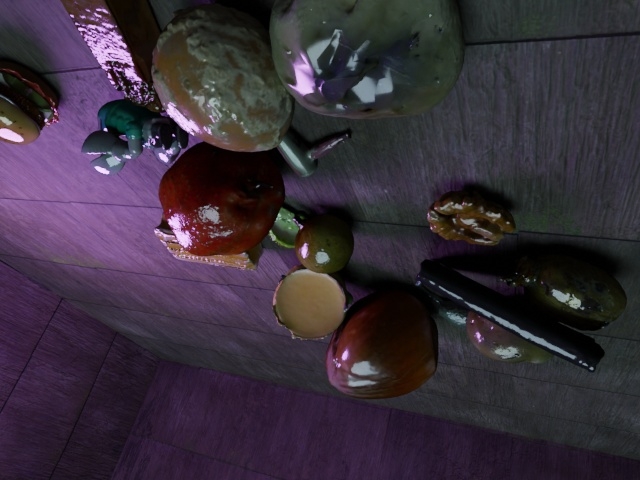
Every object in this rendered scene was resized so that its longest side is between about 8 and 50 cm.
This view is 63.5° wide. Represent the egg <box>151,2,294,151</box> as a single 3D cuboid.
[{"bbox_3d":[-0.145,-0.244,0.804,0.203,0.203,0.245,-14,131,46],"label":"egg"}]

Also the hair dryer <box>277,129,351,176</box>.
[{"bbox_3d":[-0.007,-0.188,1.011,0.154,0.054,0.106,-12,137,29],"label":"hair dryer"}]

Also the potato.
[{"bbox_3d":[0.496,0.232,1.333,0.235,0.178,0.160,14,169,32],"label":"potato"}]

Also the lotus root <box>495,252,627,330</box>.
[{"bbox_3d":[0.519,0.097,1.119,0.278,0.154,0.154,20,153,2],"label":"lotus root"}]

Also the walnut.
[{"bbox_3d":[0.303,-0.049,1.051,0.170,0.069,0.143,20,152,-7],"label":"walnut"}]

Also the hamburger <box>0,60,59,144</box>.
[{"bbox_3d":[-0.663,-0.284,1.106,0.175,0.137,0.175,13,149,8],"label":"hamburger"}]

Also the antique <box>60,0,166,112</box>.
[{"bbox_3d":[-0.322,-0.340,0.845,0.087,0.093,0.310,12,153,12],"label":"antique"}]

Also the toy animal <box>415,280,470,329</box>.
[{"bbox_3d":[0.364,0.183,1.473,0.253,0.070,0.079,36,115,-9],"label":"toy animal"}]

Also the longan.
[{"bbox_3d":[0.000,0.000,1.246,0.176,0.145,0.154,43,122,-8],"label":"longan"}]

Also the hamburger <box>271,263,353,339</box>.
[{"bbox_3d":[-0.021,0.174,1.525,0.237,0.237,0.149,15,-173,4],"label":"hamburger"}]

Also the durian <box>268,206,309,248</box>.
[{"bbox_3d":[-0.091,-0.049,1.305,0.215,0.086,0.100,33,116,-34],"label":"durian"}]

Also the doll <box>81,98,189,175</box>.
[{"bbox_3d":[-0.369,-0.200,1.021,0.194,0.153,0.258,1,-164,-19],"label":"doll"}]

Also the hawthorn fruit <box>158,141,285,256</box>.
[{"bbox_3d":[-0.184,-0.085,1.060,0.300,0.254,0.254,3,152,49],"label":"hawthorn fruit"}]

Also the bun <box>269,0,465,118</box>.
[{"bbox_3d":[0.059,-0.257,0.701,0.272,0.168,0.273,7,152,4],"label":"bun"}]

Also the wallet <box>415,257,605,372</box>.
[{"bbox_3d":[0.418,0.155,1.176,0.406,0.062,0.228,29,-170,18],"label":"wallet"}]

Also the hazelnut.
[{"bbox_3d":[0.179,0.315,1.535,0.315,0.372,0.372,51,162,21],"label":"hazelnut"}]

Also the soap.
[{"bbox_3d":[-0.319,0.003,1.494,0.274,0.089,0.173,8,151,16],"label":"soap"}]
